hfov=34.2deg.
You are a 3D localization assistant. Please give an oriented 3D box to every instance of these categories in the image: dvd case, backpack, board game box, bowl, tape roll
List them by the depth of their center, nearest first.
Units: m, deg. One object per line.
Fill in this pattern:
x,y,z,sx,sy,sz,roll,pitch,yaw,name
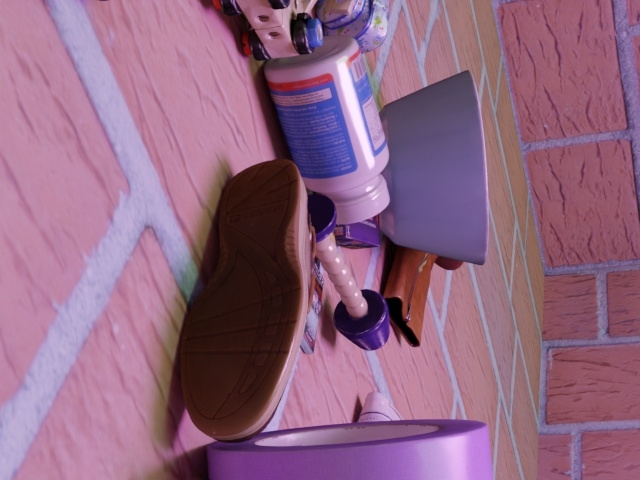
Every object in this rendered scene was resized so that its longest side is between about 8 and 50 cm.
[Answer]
0.029,0.231,1.012,0.275,0.275,0.090,13,71,-71,tape roll
-0.020,0.073,1.332,0.087,0.013,0.119,63,26,-47,dvd case
0.038,-0.064,1.495,0.170,0.048,0.141,13,71,-71,board game box
0.045,-0.334,1.523,0.084,0.105,0.114,18,66,-46,backpack
0.167,-0.109,1.651,0.311,0.163,0.311,-4,90,-89,bowl

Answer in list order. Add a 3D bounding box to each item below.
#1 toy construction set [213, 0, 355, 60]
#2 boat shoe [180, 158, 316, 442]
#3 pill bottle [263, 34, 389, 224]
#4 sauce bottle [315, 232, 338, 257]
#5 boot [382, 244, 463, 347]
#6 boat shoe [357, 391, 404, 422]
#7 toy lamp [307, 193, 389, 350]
-0.049,-0.337,1.191,0.327,0.151,0.215,31,54,-54,toy construction set
-0.055,0.071,1.067,0.342,0.123,0.123,-87,159,-44,boat shoe
0.016,-0.137,1.320,0.124,0.124,0.221,-65,142,-58,pill bottle
0.000,0.000,1.367,0.128,0.042,0.042,58,31,-49,sauce bottle
0.191,0.061,1.843,0.264,0.096,0.280,62,29,-49,boot
0.120,0.312,1.563,0.076,0.083,0.226,-77,153,-42,boat shoe
0.029,0.051,1.344,0.275,0.080,0.080,64,27,-46,toy lamp
